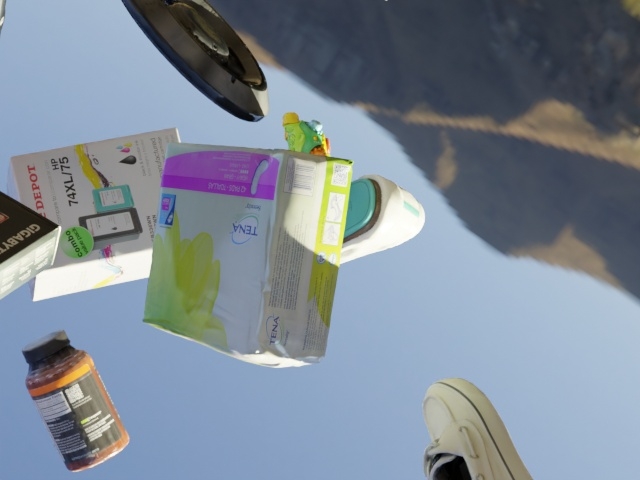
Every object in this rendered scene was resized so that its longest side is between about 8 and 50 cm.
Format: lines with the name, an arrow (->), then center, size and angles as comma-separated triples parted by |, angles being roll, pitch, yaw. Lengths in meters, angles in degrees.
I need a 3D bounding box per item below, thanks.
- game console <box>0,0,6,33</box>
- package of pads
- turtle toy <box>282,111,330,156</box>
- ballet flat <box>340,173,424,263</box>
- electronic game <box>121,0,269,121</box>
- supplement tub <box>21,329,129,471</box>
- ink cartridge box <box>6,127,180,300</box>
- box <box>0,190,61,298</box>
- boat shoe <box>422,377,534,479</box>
game console -> -0.473, -0.209, 1.876 | 0.060, 0.386, 0.342 | 23, -141, 2
package of pads -> -0.090, 0.012, 1.642 | 0.101, 0.229, 0.296 | 7, 180, -31
turtle toy -> -0.018, -0.130, 2.173 | 0.066, 0.095, 0.130 | -5, 162, 1
ballet flat -> 0.000, 0.000, 2.208 | 0.139, 0.139, 0.400 | 25, 152, -33
electronic game -> -0.138, -0.218, 1.607 | 0.229, 0.048, 0.229 | 45, -165, -16
supplement tub -> -0.367, 0.234, 2.189 | 0.106, 0.106, 0.198 | -64, -49, -77
ink cartridge box -> -0.351, -0.040, 2.379 | 0.197, 0.270, 0.198 | 132, 124, -71
box -> -0.377, 0.008, 1.367 | 0.175, 0.051, 0.220 | 29, -144, 17
boat shoe -> 0.150, 0.230, 1.535 | 0.084, 0.095, 0.258 | -2, -152, -20
